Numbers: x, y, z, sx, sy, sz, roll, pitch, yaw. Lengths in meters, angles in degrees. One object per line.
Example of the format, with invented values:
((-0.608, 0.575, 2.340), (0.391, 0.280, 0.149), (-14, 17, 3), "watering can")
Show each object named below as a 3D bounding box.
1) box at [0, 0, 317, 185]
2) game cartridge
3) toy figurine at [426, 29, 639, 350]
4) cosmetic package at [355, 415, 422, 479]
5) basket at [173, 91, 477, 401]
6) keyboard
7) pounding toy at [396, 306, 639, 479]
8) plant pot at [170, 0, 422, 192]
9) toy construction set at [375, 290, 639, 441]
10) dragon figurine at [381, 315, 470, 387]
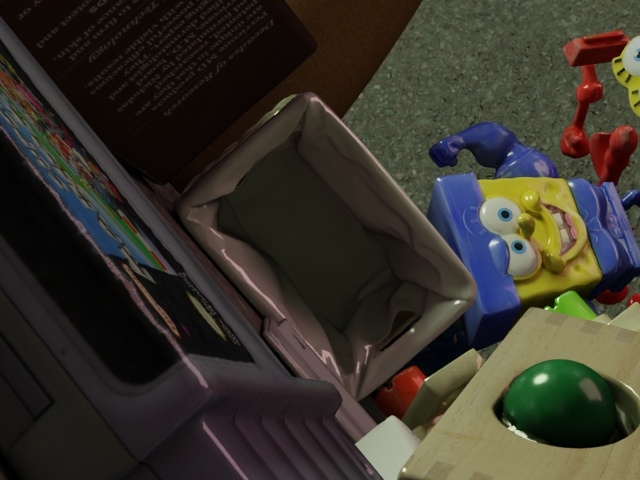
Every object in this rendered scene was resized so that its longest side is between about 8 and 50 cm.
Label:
((-0.144, -0.174, 0.957), (0.191, 0.143, 0.381), (51, 2, 16), "box")
((-0.102, -0.027, 0.578), (0.355, 0.068, 0.230), (51, -1, 10), "game cartridge")
((0.152, 0.043, 1.274), (0.191, 0.217, 0.362), (116, -39, -61), "toy figurine")
((0.089, 0.180, 0.747), (0.239, 0.060, 0.099), (48, 3, -30), "cosmetic package")
((0.000, 0.000, 1.158), (0.167, 0.113, 0.103), (49, -1, -11), "basket")
((0.051, 0.145, 1.081), (0.256, 0.014, 0.072), (49, 8, -4), "keyboard")
((0.084, 0.092, 0.554), (0.100, 0.141, 0.130), (14, 30, 22), "pounding toy")
((-0.040, -0.172, 1.303), (0.237, 0.254, 0.237), (49, 4, -5), "plant pot")
((0.174, 0.140, 0.880), (0.327, 0.151, 0.215), (35, -17, 13), "toy construction set")
((0.065, 0.076, 1.362), (0.085, 0.144, 0.289), (53, 23, 19), "dragon figurine")
